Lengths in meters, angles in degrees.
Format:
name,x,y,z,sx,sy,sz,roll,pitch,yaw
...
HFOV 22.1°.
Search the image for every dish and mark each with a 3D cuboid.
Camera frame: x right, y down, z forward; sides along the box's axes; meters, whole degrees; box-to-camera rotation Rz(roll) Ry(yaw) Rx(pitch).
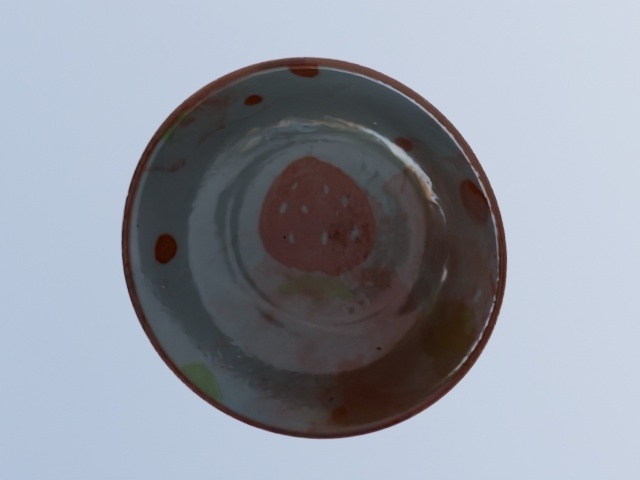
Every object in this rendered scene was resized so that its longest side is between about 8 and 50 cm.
name,x,y,z,sx,sy,sz,roll,pitch,yaw
dish,0.000,0.000,1.117,0.260,0.085,0.260,2,-76,10
